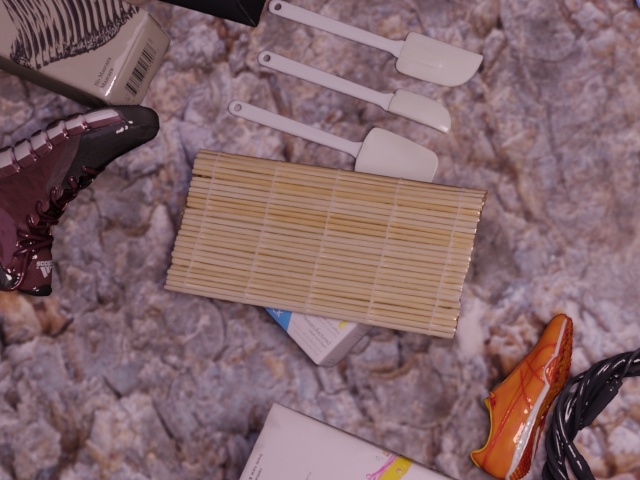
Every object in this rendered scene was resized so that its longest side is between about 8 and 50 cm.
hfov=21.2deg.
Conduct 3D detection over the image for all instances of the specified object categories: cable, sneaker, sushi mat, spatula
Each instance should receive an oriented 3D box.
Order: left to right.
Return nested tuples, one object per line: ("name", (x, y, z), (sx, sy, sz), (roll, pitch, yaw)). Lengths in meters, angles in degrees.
("sneaker", (-0.279, -0.029, 1.807), (0.281, 0.106, 0.162), (-21, 79, 18))
("sushi mat", (0.000, 0.000, 1.702), (0.317, 0.019, 0.151), (9, 83, 20))
("spatula", (0.030, -0.158, 1.803), (0.242, 0.019, 0.168), (20, 83, 15))
("sneaker", (0.198, 0.148, 1.677), (0.067, 0.064, 0.175), (22, 81, 25))
("cable", (0.295, 0.190, 1.656), (0.151, 0.047, 0.184), (9, 85, 16))

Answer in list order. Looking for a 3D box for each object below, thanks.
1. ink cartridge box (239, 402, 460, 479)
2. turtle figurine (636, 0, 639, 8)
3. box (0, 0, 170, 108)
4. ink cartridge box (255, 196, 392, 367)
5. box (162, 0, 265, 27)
("ink cartridge box", (0.043, 0.280, 1.623), (0.233, 0.171, 0.168), (22, 83, 15))
("turtle figurine", (0.416, -0.359, 1.663), (0.266, 0.198, 0.274), (-9, 94, 0))
("box", (-0.310, -0.234, 1.853), (0.275, 0.094, 0.113), (22, 83, 15))
("ink cartridge box", (0.033, 0.028, 1.730), (0.181, 0.061, 0.104), (-46, 73, 5))
("box", (-0.168, -0.359, 1.850), (0.261, 0.103, 0.184), (17, 84, 15))
